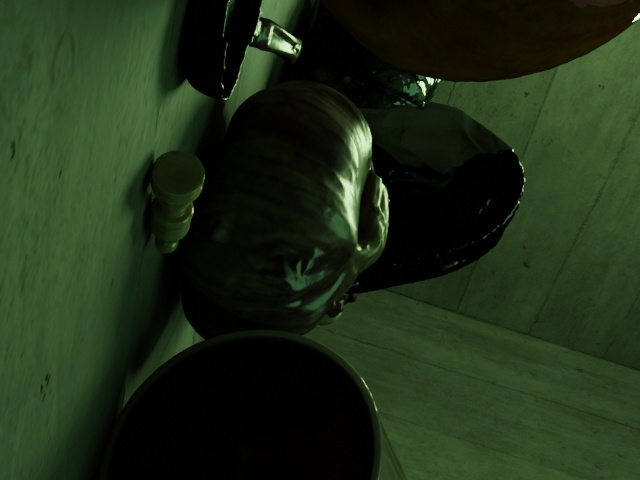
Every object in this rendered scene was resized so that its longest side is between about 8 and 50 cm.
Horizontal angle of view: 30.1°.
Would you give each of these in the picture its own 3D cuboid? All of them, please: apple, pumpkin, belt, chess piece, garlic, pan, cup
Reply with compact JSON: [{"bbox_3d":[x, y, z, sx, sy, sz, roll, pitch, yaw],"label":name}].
[{"bbox_3d":[0.118,-0.255,0.768,0.275,0.299,0.299,-22,147,-31],"label":"apple"},{"bbox_3d":[0.045,-0.179,1.369,0.220,0.162,0.220,-62,172,-16],"label":"pumpkin"},{"bbox_3d":[0.057,-0.040,1.226,0.164,0.289,0.184,98,-14,-75],"label":"belt"},{"bbox_3d":[-0.099,-0.019,0.790,0.092,0.035,0.035,110,-1,-56],"label":"chess piece"},{"bbox_3d":[-0.024,-0.011,1.004,0.245,0.161,0.245,-156,-90,-87],"label":"garlic"},{"bbox_3d":[-0.050,-0.149,0.812,0.212,0.040,0.114,-8,115,-80],"label":"pan"},{"bbox_3d":[-0.053,0.240,0.984,0.288,0.208,0.273,-60,158,-13],"label":"cup"}]

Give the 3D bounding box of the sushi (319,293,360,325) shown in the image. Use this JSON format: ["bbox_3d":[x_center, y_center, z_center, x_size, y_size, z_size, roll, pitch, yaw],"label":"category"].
[{"bbox_3d":[0.000,0.000,1.542,0.270,0.171,0.236,134,-26,-83],"label":"sushi"}]

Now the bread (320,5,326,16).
[{"bbox_3d":[0.064,-0.305,1.543,0.210,0.110,0.192,-69,169,-62],"label":"bread"}]
